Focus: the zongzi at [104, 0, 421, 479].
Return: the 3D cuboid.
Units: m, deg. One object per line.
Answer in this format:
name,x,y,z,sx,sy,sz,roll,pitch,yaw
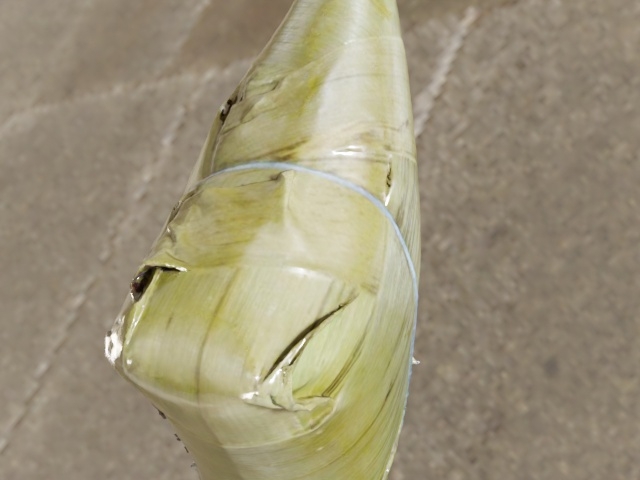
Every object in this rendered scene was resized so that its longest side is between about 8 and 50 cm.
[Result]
zongzi,0.000,0.000,1.156,0.160,0.323,0.360,10,64,12
